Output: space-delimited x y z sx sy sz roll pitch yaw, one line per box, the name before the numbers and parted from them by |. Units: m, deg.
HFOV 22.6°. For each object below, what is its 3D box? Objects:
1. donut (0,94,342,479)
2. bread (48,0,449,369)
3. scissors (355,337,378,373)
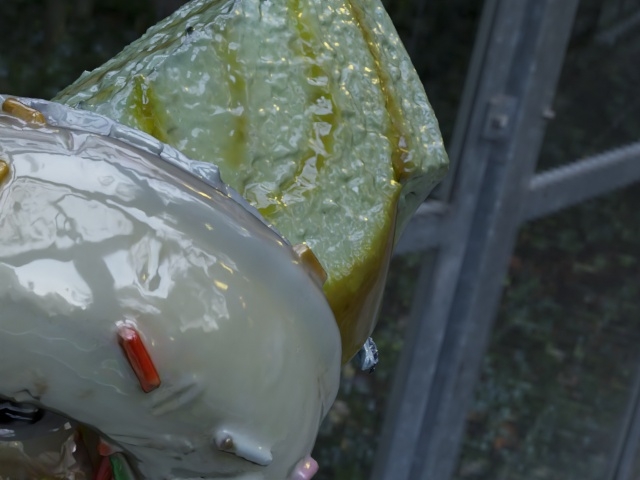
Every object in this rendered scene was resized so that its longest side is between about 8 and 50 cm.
donut | -0.178 0.080 0.888 0.383 0.382 0.142 11 52 -5
bread | -0.061 -0.034 1.143 0.239 0.264 0.395 -24 13 46
scissors | 0.001 0.000 1.420 0.029 0.191 0.360 20 28 -30
